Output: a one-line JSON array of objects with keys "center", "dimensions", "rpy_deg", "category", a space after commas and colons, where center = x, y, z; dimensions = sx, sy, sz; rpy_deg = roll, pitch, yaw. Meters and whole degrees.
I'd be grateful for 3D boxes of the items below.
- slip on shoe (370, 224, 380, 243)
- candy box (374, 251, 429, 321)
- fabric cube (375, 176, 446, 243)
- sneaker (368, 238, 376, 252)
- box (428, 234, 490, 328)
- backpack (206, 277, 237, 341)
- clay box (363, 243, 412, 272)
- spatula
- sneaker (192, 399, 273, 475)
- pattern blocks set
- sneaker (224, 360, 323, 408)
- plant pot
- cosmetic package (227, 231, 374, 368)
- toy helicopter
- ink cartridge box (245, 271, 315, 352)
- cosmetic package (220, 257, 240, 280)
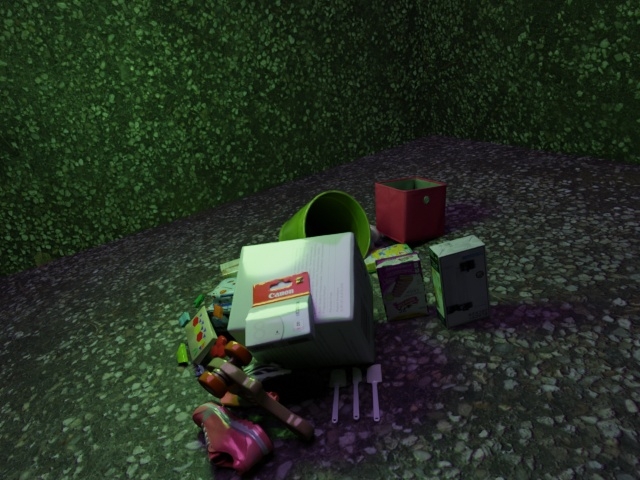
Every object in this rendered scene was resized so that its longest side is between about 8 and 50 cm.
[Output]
[{"center": [0.221, -0.063, 2.458], "dimensions": [0.102, 0.122, 0.331], "rpy_deg": [-19, 18, -20], "category": "slip on shoe"}, {"center": [0.298, 0.172, 1.705], "dimensions": [0.160, 0.233, 0.071], "rpy_deg": [-12, 23, 8], "category": "candy box"}, {"center": [0.440, -0.157, 2.302], "dimensions": [0.255, 0.257, 0.259], "rpy_deg": [-10, 20, -24], "category": "fabric cube"}, {"center": [0.175, 0.011, 2.334], "dimensions": [0.229, 0.092, 0.087], "rpy_deg": [7, 32, 43], "category": "sneaker"}, {"center": [0.478, 0.143, 1.597], "dimensions": [0.169, 0.289, 0.087], "rpy_deg": [-14, 24, -5], "category": "box"}, {"center": [-0.309, 0.262, 1.907], "dimensions": [0.264, 0.212, 0.276], "rpy_deg": [1, 22, 8], "category": "backpack"}, {"center": [0.306, 0.079, 2.150], "dimensions": [0.222, 0.053, 0.127], "rpy_deg": [-14, 21, -2], "category": "clay box"}, {"center": [0.105, 0.465, 1.422], "dimensions": [0.169, 0.019, 0.242], "rpy_deg": [-5, 25, 7], "category": "spatula"}, {"center": [-0.283, 0.553, 1.315], "dimensions": [0.314, 0.115, 0.136], "rpy_deg": [4, 34, 40], "category": "sneaker"}, {"center": [-0.450, 0.357, 1.761], "dimensions": [0.285, 0.026, 0.324], "rpy_deg": [-43, 45, 22], "category": "pattern blocks set"}, {"center": [-0.151, 0.436, 1.494], "dimensions": [0.331, 0.122, 0.146], "rpy_deg": [-9, 25, 11], "category": "sneaker"}, {"center": [-0.014, -0.018, 2.211], "dimensions": [0.367, 0.366, 0.353], "rpy_deg": [-30, 9, -33], "category": "plant pot"}, {"center": [-0.044, 0.212, 1.556], "dimensions": [0.395, 0.329, 0.327], "rpy_deg": [-7, 52, 14], "category": "cosmetic package"}, {"center": [-0.175, 0.457, 1.331], "dimensions": [0.355, 0.234, 0.140], "rpy_deg": [32, 57, 9], "category": "toy helicopter"}, {"center": [-0.120, 0.195, 1.350], "dimensions": [0.189, 0.066, 0.232], "rpy_deg": [-14, 56, 9], "category": "ink cartridge box"}, {"center": [-0.306, 0.153, 2.210], "dimensions": [0.297, 0.153, 0.129], "rpy_deg": [-20, 25, -10], "category": "cosmetic package"}]
